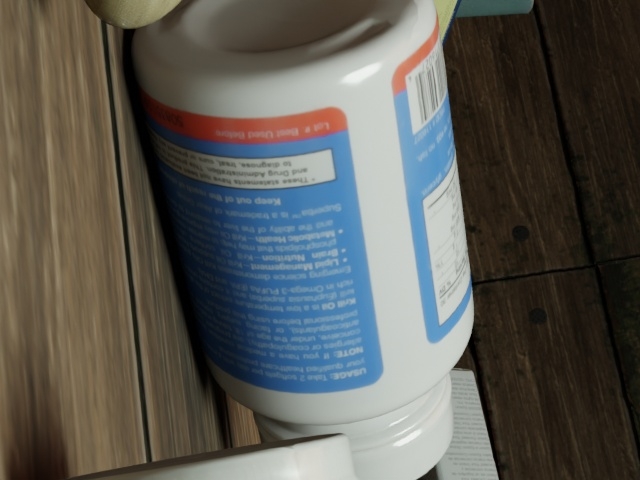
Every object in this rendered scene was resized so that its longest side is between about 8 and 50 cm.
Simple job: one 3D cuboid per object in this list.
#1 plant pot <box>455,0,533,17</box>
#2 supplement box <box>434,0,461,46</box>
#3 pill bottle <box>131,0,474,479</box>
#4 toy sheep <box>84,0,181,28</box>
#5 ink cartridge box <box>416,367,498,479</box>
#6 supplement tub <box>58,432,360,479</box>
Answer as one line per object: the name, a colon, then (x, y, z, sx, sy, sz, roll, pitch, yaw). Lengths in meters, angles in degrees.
plant pot: (0.027, -0.311, 1.235, 0.248, 0.252, 0.247, 74, 6, -75)
supplement box: (0.031, -0.119, 0.848, 0.083, 0.056, 0.083, -69, 161, -2)
pill bottle: (0.000, 0.000, 0.676, 0.124, 0.124, 0.221, -97, 178, -57)
toy sheep: (-0.047, -0.121, 0.422, 0.091, 0.091, 0.132, -96, -165, -67)
ink cartridge box: (0.100, 0.342, 1.456, 0.324, 0.071, 0.330, 109, -22, -47)
supplement tub: (-0.018, 0.099, 0.335, 0.071, 0.071, 0.107, 64, 16, -85)
